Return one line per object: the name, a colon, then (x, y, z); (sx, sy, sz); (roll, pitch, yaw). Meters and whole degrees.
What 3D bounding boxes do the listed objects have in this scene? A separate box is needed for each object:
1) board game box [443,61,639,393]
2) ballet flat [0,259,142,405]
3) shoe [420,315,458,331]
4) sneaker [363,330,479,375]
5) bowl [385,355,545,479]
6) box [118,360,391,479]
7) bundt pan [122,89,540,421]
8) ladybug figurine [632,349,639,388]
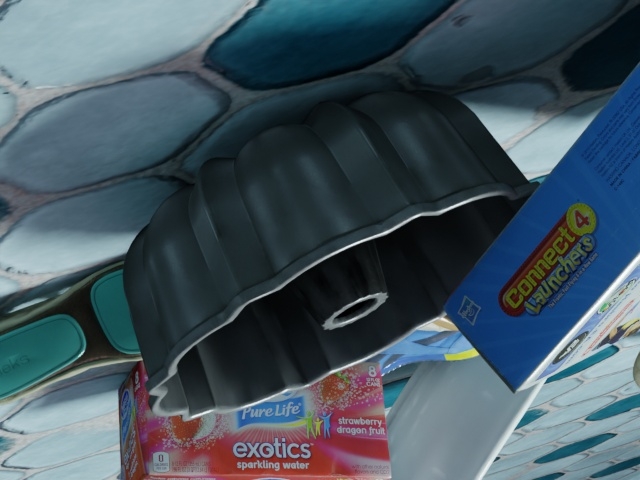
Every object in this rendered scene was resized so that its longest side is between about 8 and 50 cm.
board game box: (0.275, -0.052, 1.256); (0.302, 0.086, 0.308); (-18, 151, -51)
ballet flat: (-0.185, 0.066, 1.428); (0.248, 0.086, 0.086); (-17, 164, -1)
shoe: (0.083, 0.045, 1.654); (0.058, 0.076, 0.219); (-9, 166, 39)
sneaker: (0.077, 0.094, 1.832); (0.209, 0.069, 0.082); (-13, 130, 16)
bowl: (0.159, 0.211, 2.048); (0.298, 0.134, 0.298); (-55, 170, -14)
box: (-0.069, 0.196, 1.759); (0.257, 0.128, 0.122); (4, 155, -19)
bundt pan: (0.000, 0.000, 1.269); (0.331, 0.124, 0.331); (-24, 163, -8)
ladybug figurine: (0.585, 0.145, 2.212); (0.305, 0.161, 0.449); (15, 169, -23)
